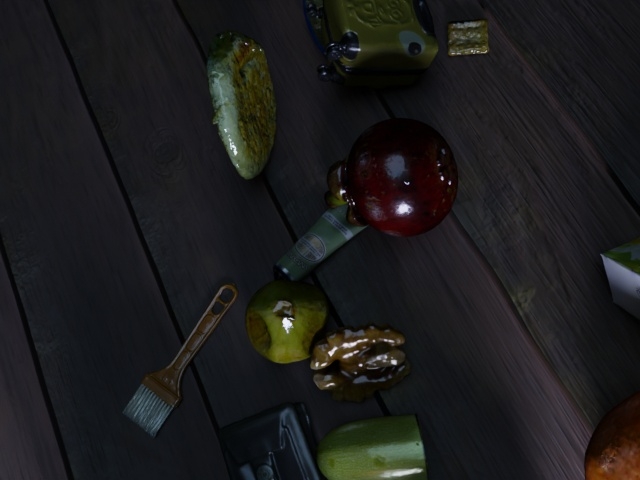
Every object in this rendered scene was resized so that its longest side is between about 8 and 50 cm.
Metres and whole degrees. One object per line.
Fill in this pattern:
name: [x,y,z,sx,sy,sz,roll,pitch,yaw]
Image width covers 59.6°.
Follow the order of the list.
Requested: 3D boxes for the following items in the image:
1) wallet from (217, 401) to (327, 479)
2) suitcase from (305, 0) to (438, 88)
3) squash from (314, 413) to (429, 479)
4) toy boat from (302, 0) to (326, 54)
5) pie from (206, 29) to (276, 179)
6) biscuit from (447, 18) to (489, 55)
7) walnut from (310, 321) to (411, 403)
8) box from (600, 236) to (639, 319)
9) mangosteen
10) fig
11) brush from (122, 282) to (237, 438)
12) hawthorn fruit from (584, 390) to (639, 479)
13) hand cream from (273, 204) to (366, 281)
wallet: [-0.071,0.414,0.950,0.169,0.052,0.245,-22,73,7]
suitcase: [0.100,-0.403,1.095,0.235,0.143,0.193,-4,71,-17]
squash: [0.080,0.343,0.907,0.187,0.123,0.122,-7,72,10]
toy boat: [0.004,-0.495,1.213,0.080,0.046,0.228,-19,71,5]
pie: [-0.148,-0.251,1.057,0.079,0.277,0.276,2,74,13]
biscuit: [0.304,-0.419,1.153,0.083,0.018,0.081,-2,73,10]
walnut: [0.067,0.206,0.967,0.170,0.069,0.142,-11,108,2]
box: [0.584,0.064,0.830,0.195,0.260,0.111,-23,105,2]
mangosteen: [0.115,-0.107,1.004,0.258,0.215,0.215,-7,70,36]
fig: [-0.061,0.136,0.968,0.154,0.165,0.144,-20,67,3]
brush: [-0.252,0.213,1.058,0.090,0.017,0.314,31,80,17]
hawthorn fruit: [0.504,0.292,0.776,0.211,0.211,0.298,28,121,16]
hand cream: [0.000,0.000,1.063,0.235,0.055,0.086,-43,74,-13]
